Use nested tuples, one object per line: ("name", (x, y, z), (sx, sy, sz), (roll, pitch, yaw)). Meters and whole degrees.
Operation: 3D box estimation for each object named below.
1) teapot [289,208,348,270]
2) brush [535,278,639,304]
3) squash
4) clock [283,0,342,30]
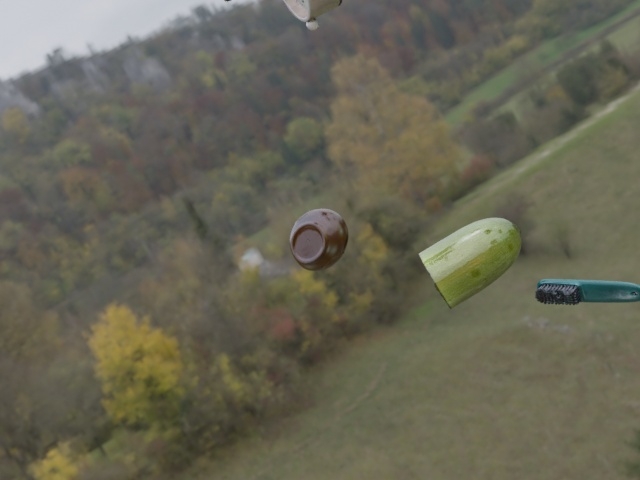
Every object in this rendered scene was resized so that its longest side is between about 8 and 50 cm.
("teapot", (0.000, 0.000, 1.907), (0.078, 0.098, 0.129), (-17, -20, -50))
("brush", (0.433, 0.088, 1.846), (0.193, 0.043, 0.032), (1, 30, 42))
("squash", (0.275, 0.030, 2.007), (0.187, 0.123, 0.123), (-30, 8, 0))
("clock", (-0.026, -0.394, 1.633), (0.063, 0.155, 0.229), (-30, -16, -10))
